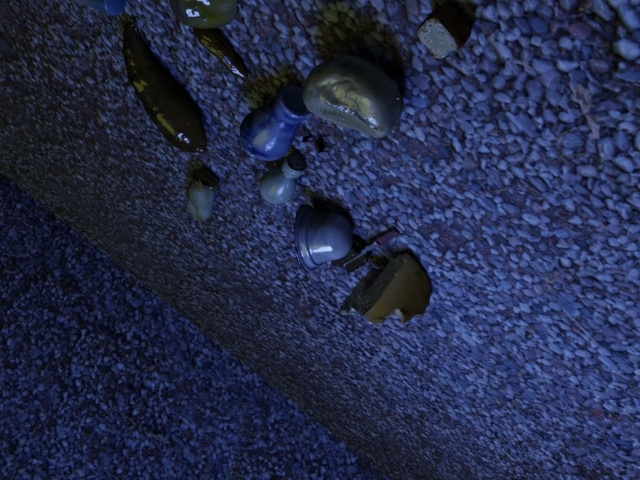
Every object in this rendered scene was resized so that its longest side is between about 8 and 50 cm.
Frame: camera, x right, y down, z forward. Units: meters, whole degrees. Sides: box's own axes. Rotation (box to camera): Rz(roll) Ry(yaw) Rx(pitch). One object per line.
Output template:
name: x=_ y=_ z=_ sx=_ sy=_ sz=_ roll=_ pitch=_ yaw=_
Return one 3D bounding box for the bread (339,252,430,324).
bread: x=0.211 y=0.181 z=2.056 sx=0.211 sy=0.224 sz=0.183 roll=43 pitch=160 yaw=-24

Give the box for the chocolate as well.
chocolate: x=0.021 y=-0.007 z=2.067 sx=0.147 sy=0.221 sz=0.221 roll=0 pitch=140 yaw=15

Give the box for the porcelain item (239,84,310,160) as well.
porcelain item: x=-0.116 y=-0.293 z=1.829 sx=0.141 sy=0.141 sz=0.259 roll=44 pitch=143 yaw=-9

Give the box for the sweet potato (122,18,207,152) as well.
sweet potato: x=-0.461 y=-0.425 z=2.070 sx=0.130 sy=0.130 sz=0.423 roll=-1 pitch=124 yaw=52

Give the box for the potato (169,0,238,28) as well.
potato: x=-0.290 y=-0.558 z=1.656 sx=0.182 sy=0.117 sz=0.202 roll=35 pitch=152 yaw=2

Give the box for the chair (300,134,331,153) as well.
chair: x=-0.006 y=-0.249 z=1.851 sx=0.086 sy=0.037 sz=0.042 roll=7 pitch=128 yaw=40

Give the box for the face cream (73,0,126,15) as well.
face cream: x=-0.638 y=-0.677 z=1.943 sx=0.250 sy=0.077 sz=0.077 roll=25 pitch=150 yaw=27

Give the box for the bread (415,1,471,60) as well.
bread: x=0.228 y=-0.384 z=1.314 sx=0.083 sy=0.070 sz=0.076 roll=44 pitch=153 yaw=-13

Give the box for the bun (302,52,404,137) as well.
bun: x=0.074 y=-0.317 z=1.547 sx=0.229 sy=0.145 sz=0.229 roll=20 pitch=-178 yaw=-1

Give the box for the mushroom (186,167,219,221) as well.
mushroom: x=-0.409 y=-0.150 z=2.459 sx=0.100 sy=0.081 sz=0.312 roll=44 pitch=155 yaw=4

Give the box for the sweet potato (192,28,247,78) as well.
sweet potato: x=-0.246 y=-0.474 z=1.796 sx=0.054 sy=0.053 sz=0.182 roll=-38 pitch=108 yaw=23

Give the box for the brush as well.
brush: x=0.135 y=0.020 z=2.072 sx=0.084 sy=0.071 sz=0.301 roll=30 pitch=147 yaw=-17

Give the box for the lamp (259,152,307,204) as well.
lamp: x=-0.104 y=-0.176 z=2.026 sx=0.106 sy=0.106 sz=0.193 roll=40 pitch=143 yaw=-2
